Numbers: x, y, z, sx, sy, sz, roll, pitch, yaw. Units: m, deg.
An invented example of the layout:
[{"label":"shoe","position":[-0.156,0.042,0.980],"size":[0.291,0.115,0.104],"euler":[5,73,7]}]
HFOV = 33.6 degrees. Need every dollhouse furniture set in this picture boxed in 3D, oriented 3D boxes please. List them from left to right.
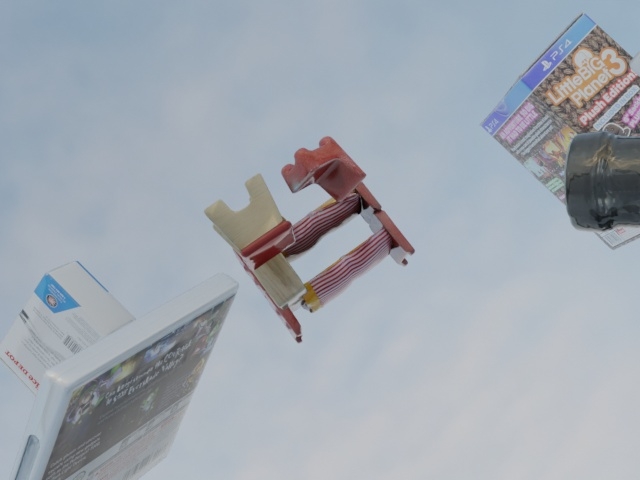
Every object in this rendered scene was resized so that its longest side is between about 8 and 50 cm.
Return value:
[{"label":"dollhouse furniture set","position":[0.000,0.000,1.332],"size":[0.201,0.152,0.374],"euler":[-36,-9,-5]}]

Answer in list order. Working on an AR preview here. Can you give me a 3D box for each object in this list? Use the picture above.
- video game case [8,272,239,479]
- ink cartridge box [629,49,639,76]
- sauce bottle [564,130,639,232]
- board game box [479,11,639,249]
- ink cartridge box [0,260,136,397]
[{"label":"video game case","position":[-0.137,0.120,0.709],"size":[0.190,0.022,0.173],"euler":[-31,-30,-58]},{"label":"ink cartridge box","position":[0.476,-0.182,1.114],"size":[0.066,0.232,0.189],"euler":[-22,-25,-54]},{"label":"sauce bottle","position":[0.331,-0.037,0.667],"size":[0.111,0.344,0.111],"euler":[-6,-83,-60]},{"label":"board game box","position":[0.408,-0.150,1.554],"size":[0.141,0.291,0.232],"euler":[-45,-3,-11]},{"label":"ink cartridge box","position":[-0.397,0.149,1.642],"size":[0.190,0.139,0.082],"euler":[-51,-9,30]}]
